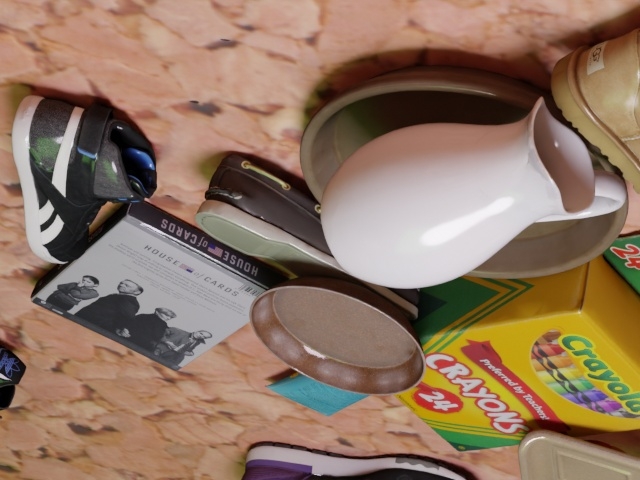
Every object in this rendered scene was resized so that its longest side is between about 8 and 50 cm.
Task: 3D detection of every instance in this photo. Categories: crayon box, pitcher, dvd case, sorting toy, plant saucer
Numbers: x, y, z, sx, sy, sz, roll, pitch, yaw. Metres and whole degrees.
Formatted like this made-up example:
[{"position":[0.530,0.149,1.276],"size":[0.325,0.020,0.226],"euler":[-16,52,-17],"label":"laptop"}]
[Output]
[{"position":[0.206,0.100,1.784],"size":[0.318,0.081,0.202],"euler":[-14,138,38],"label":"crayon box"},{"position":[0.122,-0.030,1.517],"size":[0.207,0.125,0.178],"euler":[-18,154,31],"label":"pitcher"},{"position":[-0.163,0.049,1.917],"size":[0.179,0.030,0.238],"euler":[28,146,-19],"label":"dvd case"},{"position":[0.317,0.280,1.898],"size":[0.229,0.041,0.307],"euler":[12,149,17],"label":"sorting toy"},{"position":[0.019,0.082,1.740],"size":[0.168,0.029,0.168],"euler":[17,147,11],"label":"plant saucer"},{"position":[0.120,-0.058,1.609],"size":[0.278,0.041,0.278],"euler":[11,148,7],"label":"plant saucer"}]

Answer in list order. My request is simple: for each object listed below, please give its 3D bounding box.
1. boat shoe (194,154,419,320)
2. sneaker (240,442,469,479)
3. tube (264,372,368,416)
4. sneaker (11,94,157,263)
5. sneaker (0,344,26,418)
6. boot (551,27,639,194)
[{"position":[0.000,0.000,1.725],"size":[0.227,0.069,0.081],"euler":[28,158,-20],"label":"boat shoe"},{"position":[0.040,0.312,2.152],"size":[0.283,0.124,0.107],"euler":[2,147,21],"label":"sneaker"},{"position":[0.021,0.144,1.972],"size":[0.080,0.052,0.207],"euler":[32,151,-16],"label":"tube"},{"position":[-0.204,-0.039,1.745],"size":[0.121,0.079,0.217],"euler":[11,147,11],"label":"sneaker"},{"position":[-0.398,0.180,2.180],"size":[0.090,0.081,0.232],"euler":[28,146,-6],"label":"sneaker"},{"position":[0.333,-0.104,1.396],"size":[0.236,0.089,0.269],"euler":[33,143,-27],"label":"boot"}]
